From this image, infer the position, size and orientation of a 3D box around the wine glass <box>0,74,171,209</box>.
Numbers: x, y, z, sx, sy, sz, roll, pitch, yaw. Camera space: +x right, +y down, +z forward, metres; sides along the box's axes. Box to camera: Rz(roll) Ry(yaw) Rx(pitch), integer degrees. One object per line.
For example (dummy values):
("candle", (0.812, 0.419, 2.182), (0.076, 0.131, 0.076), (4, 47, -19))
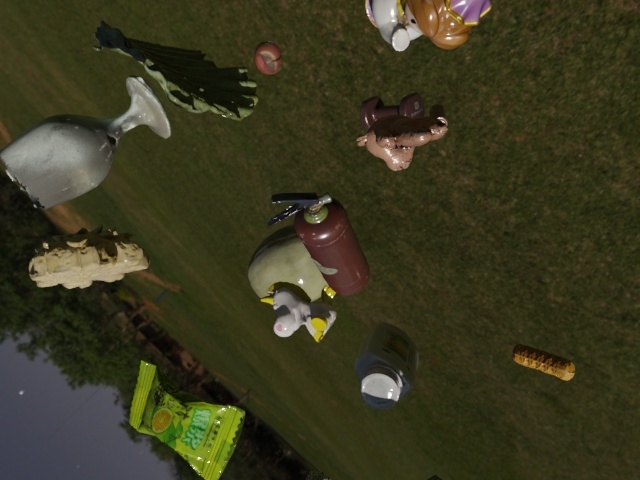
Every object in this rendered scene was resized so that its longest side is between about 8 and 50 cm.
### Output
("wine glass", (-0.363, -0.153, 0.800), (0.126, 0.241, 0.126), (41, 155, 23))

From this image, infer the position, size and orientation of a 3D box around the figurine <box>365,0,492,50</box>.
("figurine", (0.189, -0.425, 0.907), (0.142, 0.189, 0.263), (18, -168, -32))

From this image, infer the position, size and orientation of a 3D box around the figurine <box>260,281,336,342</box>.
("figurine", (-0.052, 0.162, 1.175), (0.178, 0.130, 0.109), (7, 160, 4))

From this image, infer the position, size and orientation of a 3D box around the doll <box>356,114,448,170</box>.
("doll", (0.241, -0.268, 1.426), (0.303, 0.201, 0.156), (-144, 40, -66))

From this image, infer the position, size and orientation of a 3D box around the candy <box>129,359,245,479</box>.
("candy", (-0.272, 0.343, 0.977), (0.246, 0.149, 0.069), (20, 180, 25))

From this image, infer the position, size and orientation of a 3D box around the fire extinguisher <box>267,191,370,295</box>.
("fire extinguisher", (0.000, 0.000, 0.993), (0.344, 0.138, 0.102), (60, -172, -55))

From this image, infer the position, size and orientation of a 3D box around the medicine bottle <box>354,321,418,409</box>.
("medicine bottle", (0.198, 0.372, 1.525), (0.179, 0.124, 0.324), (40, -159, 4))

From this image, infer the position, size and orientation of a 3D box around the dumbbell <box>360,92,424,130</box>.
("dumbbell", (0.272, -0.485, 1.938), (0.225, 0.140, 0.124), (8, 124, 41))

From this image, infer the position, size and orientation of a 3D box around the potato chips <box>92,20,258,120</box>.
("potato chips", (-0.342, -0.416, 1.211), (0.373, 0.097, 0.389), (34, -157, 15))

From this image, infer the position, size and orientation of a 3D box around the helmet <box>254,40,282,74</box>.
("helmet", (-0.123, -0.415, 1.190), (0.065, 0.049, 0.084), (1, 135, 6))

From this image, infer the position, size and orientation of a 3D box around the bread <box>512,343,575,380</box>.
("bread", (0.563, 0.306, 1.294), (0.157, 0.052, 0.044), (15, 170, 46))

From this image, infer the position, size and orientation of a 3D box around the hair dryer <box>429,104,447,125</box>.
("hair dryer", (0.408, -0.443, 1.985), (0.181, 0.117, 0.064), (-34, 122, 31))

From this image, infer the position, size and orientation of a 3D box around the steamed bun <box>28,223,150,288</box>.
("steamed bun", (-0.600, 0.033, 1.339), (0.295, 0.292, 0.137), (-37, 63, 61))

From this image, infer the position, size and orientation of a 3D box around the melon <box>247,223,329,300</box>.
("melon", (-0.082, 0.079, 1.610), (0.308, 0.272, 0.272), (-4, 133, 37))

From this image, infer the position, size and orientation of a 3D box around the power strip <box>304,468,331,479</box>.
("power strip", (-0.065, 0.701, 1.284), (0.052, 0.272, 0.078), (24, 142, 25))

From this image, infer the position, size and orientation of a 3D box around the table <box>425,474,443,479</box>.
("table", (0.214, 0.674, 1.186), (0.122, 0.240, 0.111), (70, 164, -4))
